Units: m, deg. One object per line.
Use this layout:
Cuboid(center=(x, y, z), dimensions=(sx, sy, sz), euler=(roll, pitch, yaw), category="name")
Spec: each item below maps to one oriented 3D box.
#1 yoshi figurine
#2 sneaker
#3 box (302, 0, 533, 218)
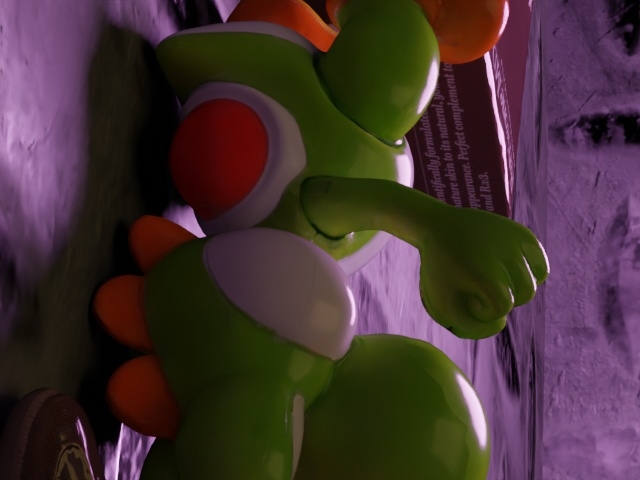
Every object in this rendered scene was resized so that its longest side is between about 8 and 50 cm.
Cuboid(center=(0.015, 0.018, 0.906), dimensions=(0.203, 0.203, 0.362), euler=(83, 16, -47), category="yoshi figurine")
Cuboid(center=(-0.084, 0.151, 0.715), dimensions=(0.066, 0.071, 0.188), euler=(-27, 115, -75), category="sneaker")
Cuboid(center=(0.078, -0.211, 1.309), dimensions=(0.191, 0.143, 0.381), euler=(75, 21, -45), category="box")
